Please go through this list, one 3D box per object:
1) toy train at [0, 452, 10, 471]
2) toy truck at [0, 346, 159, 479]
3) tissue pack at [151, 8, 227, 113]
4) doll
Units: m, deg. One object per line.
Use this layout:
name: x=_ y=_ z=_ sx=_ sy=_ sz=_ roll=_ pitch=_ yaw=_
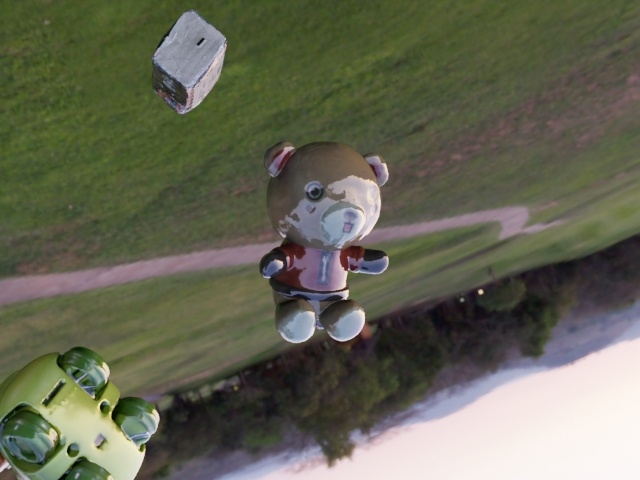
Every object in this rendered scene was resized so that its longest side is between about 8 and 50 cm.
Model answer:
toy train: x=-0.471 y=0.308 z=1.323 sx=0.099 sy=0.072 sz=0.188 roll=-47 pitch=167 yaw=25
toy truck: x=-0.323 y=0.224 z=0.962 sx=0.211 sy=0.187 sz=0.148 roll=-1 pitch=-142 yaw=30
tissue pack: x=-0.202 y=-0.266 z=1.223 sx=0.103 sy=0.090 sz=0.170 roll=-55 pitch=-175 yaw=-11
doll: x=0.000 y=0.000 z=1.334 sx=0.235 sy=0.329 sz=0.174 roll=5 pitch=-172 yaw=-23
